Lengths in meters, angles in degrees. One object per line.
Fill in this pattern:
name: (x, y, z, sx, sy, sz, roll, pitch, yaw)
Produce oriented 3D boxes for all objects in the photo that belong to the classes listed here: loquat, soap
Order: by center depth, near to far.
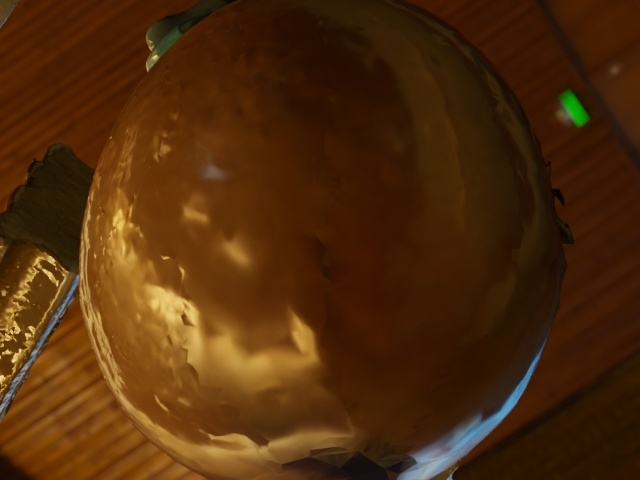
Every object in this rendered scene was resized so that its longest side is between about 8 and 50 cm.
loquat: (0.000, 0.000, 0.941, 0.263, 0.263, 0.263, 55, -175, -7)
soap: (-0.359, 0.057, 2.134, 0.143, 0.281, 0.259, 28, -151, -9)

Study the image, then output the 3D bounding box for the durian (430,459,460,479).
durian: (0.063, 0.162, 1.820, 0.144, 0.139, 0.252, 29, 134, 30)

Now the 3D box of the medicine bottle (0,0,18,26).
medicine bottle: (-0.411, -0.288, 1.417, 0.371, 0.211, 0.211, 32, -159, -46)

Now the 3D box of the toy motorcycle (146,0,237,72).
toy motorcycle: (-0.045, -0.148, 1.577, 0.154, 0.260, 0.206, 61, -149, -49)
